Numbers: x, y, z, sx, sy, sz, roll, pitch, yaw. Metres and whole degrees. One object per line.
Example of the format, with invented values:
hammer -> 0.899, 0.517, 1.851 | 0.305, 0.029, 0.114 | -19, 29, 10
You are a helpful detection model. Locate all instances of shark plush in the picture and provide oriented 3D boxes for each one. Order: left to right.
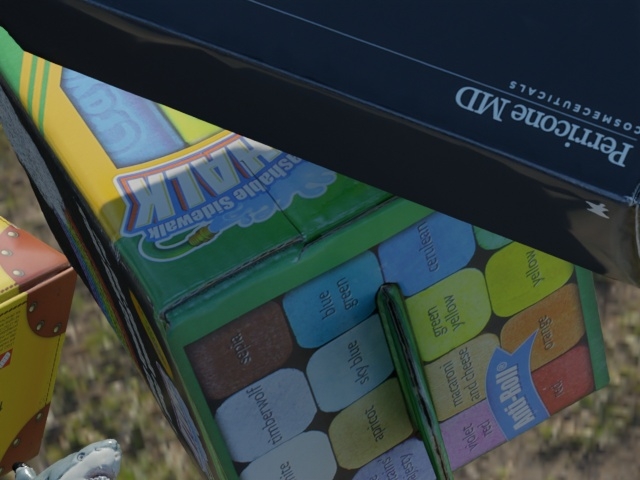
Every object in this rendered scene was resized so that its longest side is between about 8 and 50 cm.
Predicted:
shark plush -> -0.183, 0.170, 1.223 | 0.073, 0.161, 0.067 | 18, 63, -34

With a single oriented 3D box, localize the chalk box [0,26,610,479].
chalk box -> 0.000, 0.000, 0.814 | 0.179, 0.180, 0.289 | -29, 49, -11

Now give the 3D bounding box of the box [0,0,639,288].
box -> 0.027, -0.120, 0.669 | 0.261, 0.103, 0.184 | 22, 76, 19

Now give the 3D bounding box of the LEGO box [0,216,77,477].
LEGO box -> -0.473, 0.086, 1.314 | 0.372, 0.193, 0.500 | 30, 34, 22

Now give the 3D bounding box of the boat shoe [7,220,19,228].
boat shoe -> -0.331, 0.099, 1.776 | 0.098, 0.096, 0.277 | 20, 41, -9
